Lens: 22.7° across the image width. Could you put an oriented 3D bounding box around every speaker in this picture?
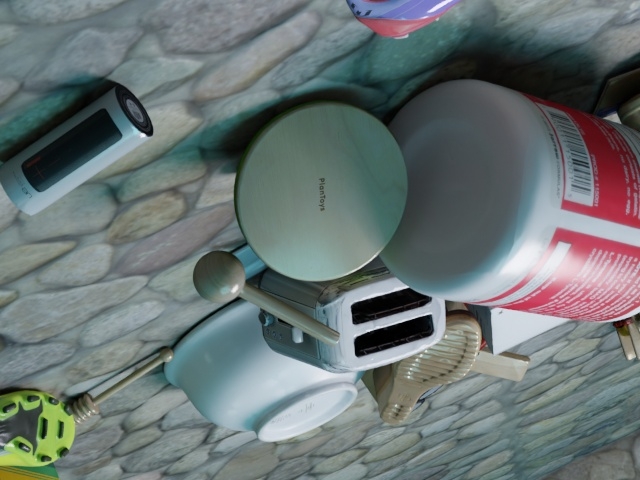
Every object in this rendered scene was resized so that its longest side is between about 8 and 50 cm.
[{"bbox_3d":[-0.216,-0.078,1.401,0.136,0.055,0.055,-31,158,15],"label":"speaker"}]

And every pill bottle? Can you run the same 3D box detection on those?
[{"bbox_3d":[0.261,-0.030,1.748,0.408,0.229,0.229,11,139,-45],"label":"pill bottle"}]

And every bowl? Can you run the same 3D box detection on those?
[{"bbox_3d":[-0.042,0.169,2.060,0.298,0.134,0.298,-23,158,-10],"label":"bowl"}]

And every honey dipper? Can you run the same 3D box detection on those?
[{"bbox_3d":[-0.252,0.180,1.998,0.161,0.030,0.030,-34,157,11],"label":"honey dipper"}]

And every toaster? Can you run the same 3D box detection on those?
[{"bbox_3d":[0.048,0.076,1.883,0.227,0.129,0.146,-13,-161,-28],"label":"toaster"}]

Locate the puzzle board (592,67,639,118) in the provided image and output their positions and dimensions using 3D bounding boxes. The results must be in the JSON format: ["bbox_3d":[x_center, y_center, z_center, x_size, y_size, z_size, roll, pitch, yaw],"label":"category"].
[{"bbox_3d":[0.385,-0.187,1.883,0.128,0.011,0.096,-20,159,-13],"label":"puzzle board"}]

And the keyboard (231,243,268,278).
[{"bbox_3d":[-0.011,-0.019,1.830,0.256,0.014,0.072,-29,153,8],"label":"keyboard"}]

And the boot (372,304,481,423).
[{"bbox_3d":[0.134,0.097,2.036,0.090,0.207,0.248,19,141,-14],"label":"boot"}]

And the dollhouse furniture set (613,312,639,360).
[{"bbox_3d":[0.603,0.084,2.625,0.201,0.152,0.374,-25,176,-5],"label":"dollhouse furniture set"}]

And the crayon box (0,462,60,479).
[{"bbox_3d":[-0.387,0.385,1.971,0.165,0.278,0.081,-10,155,-36],"label":"crayon box"}]

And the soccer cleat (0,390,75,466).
[{"bbox_3d":[-0.410,0.228,1.883,0.121,0.093,0.289,-3,178,34],"label":"soccer cleat"}]

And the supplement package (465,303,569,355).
[{"bbox_3d":[0.307,0.009,2.064,0.262,0.145,0.204,-24,158,-2],"label":"supplement package"}]

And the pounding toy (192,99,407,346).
[{"bbox_3d":[-0.025,-0.035,1.622,0.183,0.110,0.237,22,96,-25],"label":"pounding toy"}]

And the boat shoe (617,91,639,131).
[{"bbox_3d":[0.441,-0.127,1.936,0.109,0.098,0.302,-29,163,14],"label":"boat shoe"}]

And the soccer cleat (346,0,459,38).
[{"bbox_3d":[0.131,-0.257,1.350,0.248,0.083,0.095,-30,154,17],"label":"soccer cleat"}]

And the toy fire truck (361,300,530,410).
[{"bbox_3d":[0.205,0.152,2.305,0.246,0.158,0.217,-22,161,-44],"label":"toy fire truck"}]
